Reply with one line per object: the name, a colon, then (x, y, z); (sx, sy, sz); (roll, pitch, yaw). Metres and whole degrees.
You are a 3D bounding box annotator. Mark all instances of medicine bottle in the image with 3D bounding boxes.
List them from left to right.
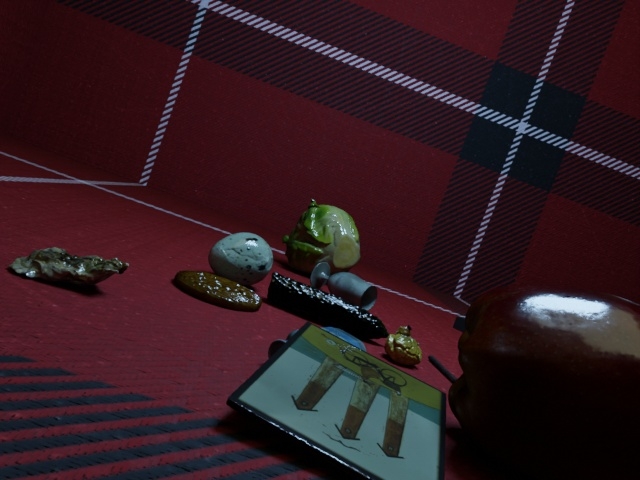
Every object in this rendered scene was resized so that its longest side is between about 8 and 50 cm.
medicine bottle: (-0.005, 0.176, 0.850); (0.090, 0.053, 0.208); (26, 7, 32)

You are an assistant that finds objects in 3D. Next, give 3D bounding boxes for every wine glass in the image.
wine glass: (0.069, 0.136, 1.549); (0.202, 0.092, 0.093); (23, 5, 41)

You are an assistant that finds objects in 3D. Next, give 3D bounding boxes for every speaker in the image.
speaker: (0.553, 0.319, 1.812); (0.191, 0.046, 0.040); (23, 5, 41)

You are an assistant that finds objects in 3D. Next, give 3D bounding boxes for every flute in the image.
flute: (0.273, 0.284, 1.074); (0.014, 0.014, 0.269); (19, 4, -11)

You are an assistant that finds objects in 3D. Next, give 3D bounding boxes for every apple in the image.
apple: (0.343, 0.202, 0.720); (0.317, 0.288, 0.288); (13, 1, 18)

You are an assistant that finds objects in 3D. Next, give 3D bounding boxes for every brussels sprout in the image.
brussels sprout: (0.000, 0.002, 1.840); (0.294, 0.259, 0.227); (23, -2, 45)

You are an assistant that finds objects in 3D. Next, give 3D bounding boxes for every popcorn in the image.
popcorn: (0.174, 0.213, 1.088); (0.084, 0.084, 0.084); (20, 4, -1)

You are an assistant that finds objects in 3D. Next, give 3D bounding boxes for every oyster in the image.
oyster: (-0.389, 0.041, 0.826); (0.166, 0.053, 0.108); (12, -5, -12)

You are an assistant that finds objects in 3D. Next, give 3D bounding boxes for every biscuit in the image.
biscuit: (-0.210, 0.100, 1.088); (0.188, 0.027, 0.188); (19, 4, -2)

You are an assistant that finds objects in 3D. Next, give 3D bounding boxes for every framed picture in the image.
framed picture: (0.047, 0.202, 0.674); (0.244, 0.013, 0.324); (26, 11, 10)

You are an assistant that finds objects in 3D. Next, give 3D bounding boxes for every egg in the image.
egg: (-0.188, 0.045, 1.243); (0.131, 0.131, 0.164); (23, 15, 34)

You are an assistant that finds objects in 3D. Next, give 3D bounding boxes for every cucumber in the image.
cucumber: (0.019, 0.153, 1.182); (0.300, 0.072, 0.072); (20, 4, 8)
